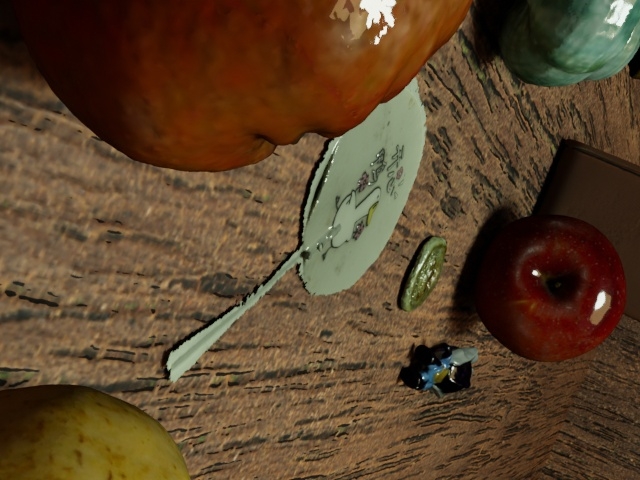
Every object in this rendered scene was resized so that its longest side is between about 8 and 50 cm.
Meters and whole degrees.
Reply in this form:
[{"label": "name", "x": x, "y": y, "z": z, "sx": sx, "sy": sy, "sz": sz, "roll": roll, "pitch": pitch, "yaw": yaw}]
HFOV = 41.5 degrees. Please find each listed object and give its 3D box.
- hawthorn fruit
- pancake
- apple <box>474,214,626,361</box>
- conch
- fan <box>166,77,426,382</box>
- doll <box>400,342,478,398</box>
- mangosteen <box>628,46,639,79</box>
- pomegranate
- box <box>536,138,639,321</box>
[{"label": "hawthorn fruit", "x": -0.042, "y": -0.170, "z": 0.393, "sx": 0.224, "sy": 0.224, "sz": 0.260, "roll": -32, "pitch": 116, "yaw": -48}, {"label": "pancake", "x": 0.132, "y": 0.043, "z": 1.075, "sx": 0.108, "sy": 0.017, "sz": 0.108, "roll": -48, "pitch": 152, "yaw": -36}, {"label": "apple", "x": 0.336, "y": 0.071, "z": 1.247, "sx": 0.201, "sy": 0.218, "sz": 0.218, "roll": 28, "pitch": 86, "yaw": -86}, {"label": "conch", "x": 0.278, "y": -0.272, "z": 0.932, "sx": 0.277, "sy": 0.195, "sz": 0.220, "roll": 37, "pitch": 47, "yaw": -38}, {"label": "fan", "x": 0.001, "y": 0.000, "z": 0.802, "sx": 0.415, "sy": 0.012, "sz": 0.233, "roll": -44, "pitch": 146, "yaw": -37}, {"label": "doll", "x": 0.183, "y": 0.190, "z": 1.235, "sx": 0.096, "sy": 0.070, "sz": 0.195, "roll": -54, "pitch": 148, "yaw": 12}, {"label": "mangosteen", "x": 0.447, "y": -0.319, "z": 1.171, "sx": 0.173, "sy": 0.184, "sz": 0.172, "roll": -21, "pitch": 172, "yaw": -3}, {"label": "pomegranate", "x": -0.154, "y": 0.173, "z": 0.470, "sx": 0.196, "sy": 0.196, "sz": 0.196, "roll": -42, "pitch": 145, "yaw": -39}, {"label": "box", "x": 0.541, "y": 0.006, "z": 1.440, "sx": 0.239, "sy": 0.339, "sz": 0.229, "roll": 7, "pitch": 108, "yaw": -63}]
